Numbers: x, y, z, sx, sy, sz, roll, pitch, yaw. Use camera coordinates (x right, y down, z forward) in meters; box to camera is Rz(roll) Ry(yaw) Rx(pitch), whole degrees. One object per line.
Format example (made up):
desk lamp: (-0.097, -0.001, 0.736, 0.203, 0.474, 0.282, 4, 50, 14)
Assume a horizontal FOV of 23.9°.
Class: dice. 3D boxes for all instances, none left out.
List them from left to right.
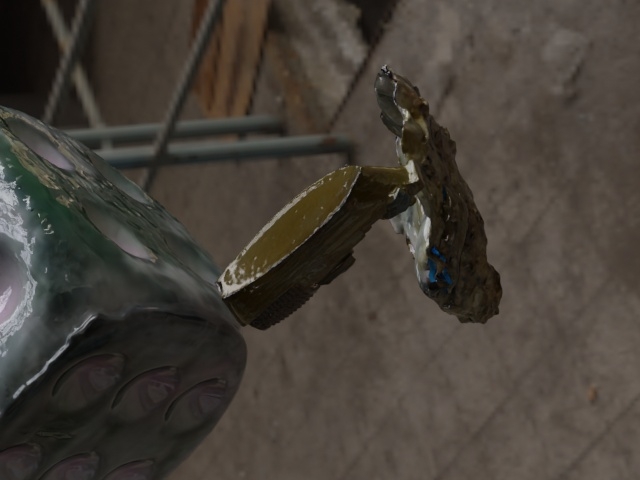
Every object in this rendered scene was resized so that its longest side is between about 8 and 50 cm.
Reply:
dice: (-0.299, 0.091, 1.530, 0.348, 0.328, 0.330, 44, 99, 29)

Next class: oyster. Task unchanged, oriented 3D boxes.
oyster: (0.105, -0.049, 1.456, 0.223, 0.083, 0.214, 77, 173, -50)

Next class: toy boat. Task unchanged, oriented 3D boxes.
toy boat: (0.000, 0.000, 0.906, 0.149, 0.049, 0.047, -40, 39, 21)
